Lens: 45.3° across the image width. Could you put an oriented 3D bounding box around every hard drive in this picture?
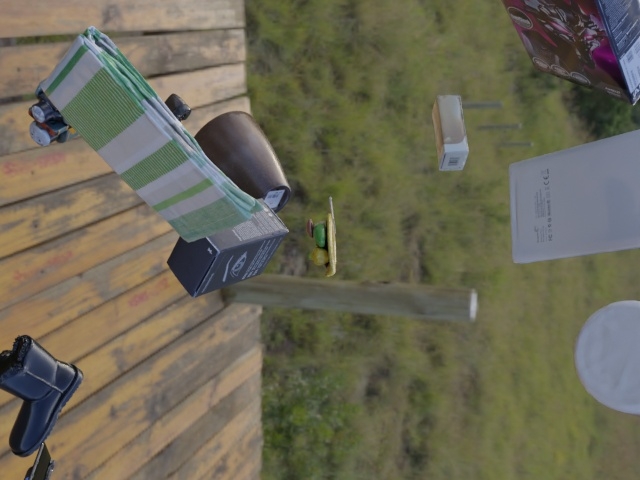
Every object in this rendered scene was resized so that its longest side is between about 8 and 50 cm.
[{"bbox_3d":[0.500,-0.077,1.469,0.040,0.319,0.210,7,78,-35],"label":"hard drive"}]

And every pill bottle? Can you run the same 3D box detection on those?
[{"bbox_3d":[0.533,0.202,1.227,0.302,0.169,0.169,23,72,-49],"label":"pill bottle"}]

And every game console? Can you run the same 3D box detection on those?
[{"bbox_3d":[-0.567,0.468,1.483,0.071,0.107,0.122,51,28,-33],"label":"game console"}]

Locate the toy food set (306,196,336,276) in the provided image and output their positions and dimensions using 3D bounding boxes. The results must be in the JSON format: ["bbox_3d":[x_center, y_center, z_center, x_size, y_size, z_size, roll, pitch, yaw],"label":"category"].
[{"bbox_3d":[0.000,0.000,1.990,0.217,0.071,0.128,-89,172,-49],"label":"toy food set"}]

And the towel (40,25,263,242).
[{"bbox_3d":[-0.248,-0.134,1.093,0.325,0.248,0.038,47,61,-18],"label":"towel"}]

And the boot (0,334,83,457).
[{"bbox_3d":[-0.683,0.353,1.751,0.246,0.094,0.207,-57,141,-14],"label":"boot"}]

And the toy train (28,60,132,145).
[{"bbox_3d":[-0.629,-0.368,2.036,0.334,0.142,0.190,-46,173,-43],"label":"toy train"}]

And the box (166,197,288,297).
[{"bbox_3d":[-0.197,0.013,1.628,0.207,0.108,0.153,-17,150,-47],"label":"box"}]

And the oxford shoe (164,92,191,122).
[{"bbox_3d":[-0.494,-0.383,2.420,0.096,0.227,0.083,54,37,3],"label":"oxford shoe"}]

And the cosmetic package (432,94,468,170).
[{"bbox_3d":[0.214,-0.179,1.273,0.060,0.041,0.115,92,-4,-61],"label":"cosmetic package"}]

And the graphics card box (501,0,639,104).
[{"bbox_3d":[0.427,-0.400,1.315,0.094,0.233,0.371,-53,140,-1],"label":"graphics card box"}]

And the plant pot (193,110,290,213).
[{"bbox_3d":[-0.184,-0.169,1.910,0.215,0.230,0.215,-32,151,-20],"label":"plant pot"}]
